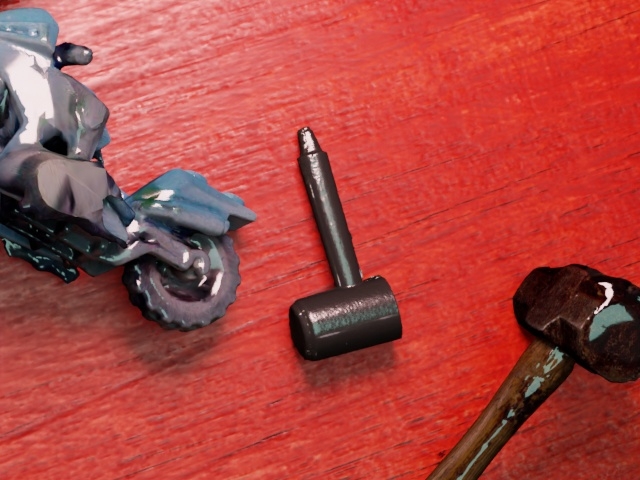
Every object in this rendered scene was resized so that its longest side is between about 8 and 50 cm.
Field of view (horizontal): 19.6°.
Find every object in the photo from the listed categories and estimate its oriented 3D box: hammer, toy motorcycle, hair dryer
[{"bbox_3d":[0.178,0.196,1.939,0.095,0.242,0.409,40,90,-11],"label":"hammer"},{"bbox_3d":[-0.239,-0.083,1.862,0.416,0.172,0.232,30,64,-20],"label":"toy motorcycle"},{"bbox_3d":[0.002,0.000,1.969,0.114,0.070,0.248,-15,85,-16],"label":"hair dryer"}]
